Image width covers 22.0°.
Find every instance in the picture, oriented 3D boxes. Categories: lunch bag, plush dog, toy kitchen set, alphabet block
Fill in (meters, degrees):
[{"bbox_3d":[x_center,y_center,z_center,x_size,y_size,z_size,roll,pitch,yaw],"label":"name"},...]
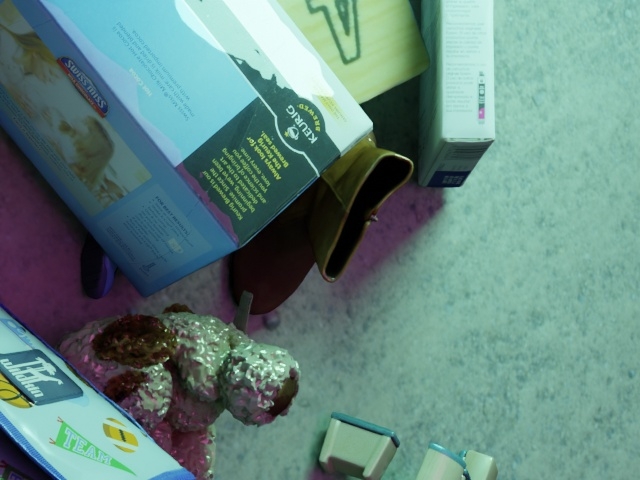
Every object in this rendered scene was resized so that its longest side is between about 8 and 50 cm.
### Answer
[{"bbox_3d":[-0.346,0.221,1.467,0.328,0.239,0.385,40,47,16],"label":"lunch bag"},{"bbox_3d":[-0.186,0.139,1.704,0.225,0.262,0.210,10,45,-46],"label":"plush dog"},{"bbox_3d":[0.108,0.272,1.988,0.122,0.166,0.207,-65,157,-22],"label":"toy kitchen set"},{"bbox_3d":[-0.027,-0.235,1.858,0.197,0.192,0.193,-29,101,-35],"label":"alphabet block"}]

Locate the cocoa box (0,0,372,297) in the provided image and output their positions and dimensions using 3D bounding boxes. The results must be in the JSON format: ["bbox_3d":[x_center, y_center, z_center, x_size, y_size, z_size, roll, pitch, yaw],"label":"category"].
[{"bbox_3d":[-0.170,-0.157,1.675,0.347,0.231,0.228,51,57,-9],"label":"cocoa box"}]

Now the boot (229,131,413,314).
[{"bbox_3d":[0.000,0.000,1.763,0.096,0.280,0.264,35,97,-18],"label":"boot"}]

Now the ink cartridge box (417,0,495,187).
[{"bbox_3d":[0.158,-0.247,1.933,0.071,0.324,0.330,2,84,0],"label":"ink cartridge box"}]

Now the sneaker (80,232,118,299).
[{"bbox_3d":[-0.218,-0.004,1.773,0.059,0.053,0.144,21,74,-35],"label":"sneaker"}]
